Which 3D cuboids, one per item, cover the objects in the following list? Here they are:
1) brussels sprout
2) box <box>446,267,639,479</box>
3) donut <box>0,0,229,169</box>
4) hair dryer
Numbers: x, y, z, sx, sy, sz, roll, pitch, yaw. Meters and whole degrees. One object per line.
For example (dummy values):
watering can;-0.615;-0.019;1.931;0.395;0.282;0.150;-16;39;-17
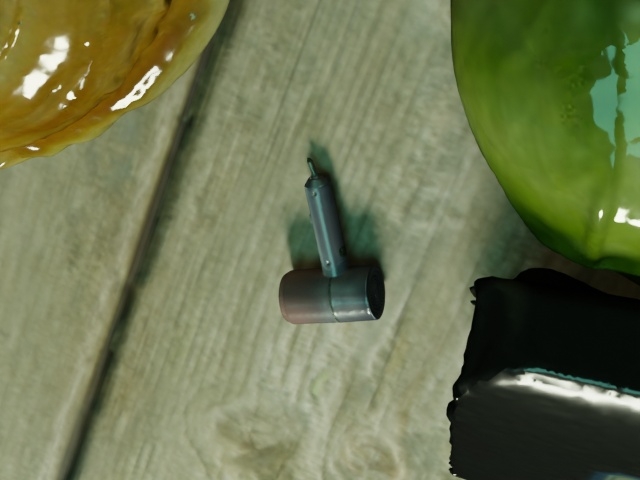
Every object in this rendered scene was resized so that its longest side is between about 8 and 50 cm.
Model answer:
brussels sprout;0.189;-0.095;0.991;0.227;0.259;0.294;-17;100;17
box;0.244;0.115;1.105;0.350;0.091;0.359;11;167;6
donut;-0.250;-0.231;1.074;0.449;0.198;0.449;6;122;10
hair dryer;0.000;0.000;1.248;0.063;0.037;0.114;-3;113;20
